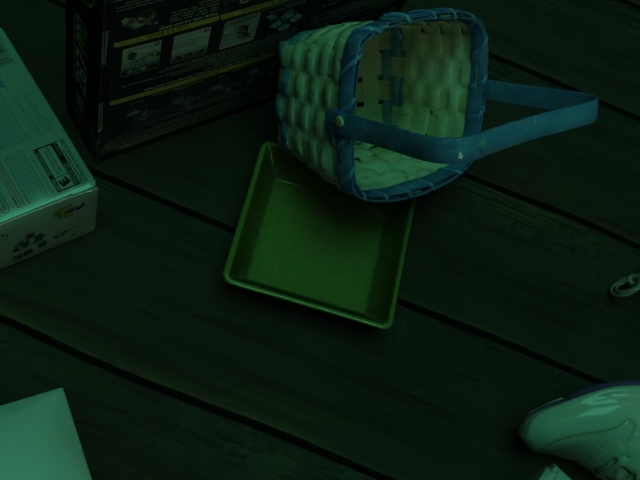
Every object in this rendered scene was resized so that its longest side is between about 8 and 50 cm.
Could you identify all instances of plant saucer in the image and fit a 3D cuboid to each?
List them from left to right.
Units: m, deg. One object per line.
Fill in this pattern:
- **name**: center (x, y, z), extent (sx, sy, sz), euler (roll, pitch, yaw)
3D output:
- **plant saucer**: center (0.000, 0.000, 1.080), extent (0.188, 0.045, 0.188), euler (17, 60, -6)

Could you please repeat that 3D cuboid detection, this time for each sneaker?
- **sneaker**: center (0.358, 0.233, 1.010), extent (0.305, 0.114, 0.152), euler (8, 61, -11)

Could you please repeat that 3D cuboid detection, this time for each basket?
- **basket**: center (0.112, -0.142, 1.024), extent (0.255, 0.289, 0.201), euler (-16, 112, -39)

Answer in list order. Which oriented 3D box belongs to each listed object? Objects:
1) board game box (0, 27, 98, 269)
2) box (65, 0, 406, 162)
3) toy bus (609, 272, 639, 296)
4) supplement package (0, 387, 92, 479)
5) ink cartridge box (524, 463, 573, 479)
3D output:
- **board game box**: center (-0.414, -0.062, 0.976), extent (0.303, 0.097, 0.224), euler (-25, 71, -26)
- **box**: center (-0.072, -0.256, 1.038), extent (0.395, 0.318, 0.097), euler (-24, 71, -23)
- **toy bus**: center (0.484, 0.043, 1.146), extent (0.191, 0.202, 0.104), euler (-43, 110, -36)
- **supplement package**: center (-0.281, 0.264, 0.807), extent (0.194, 0.149, 0.203), euler (-15, 68, -22)
- **ink cartridge box**: center (0.248, 0.352, 0.933), extent (0.218, 0.092, 0.158), euler (43, 60, 7)
